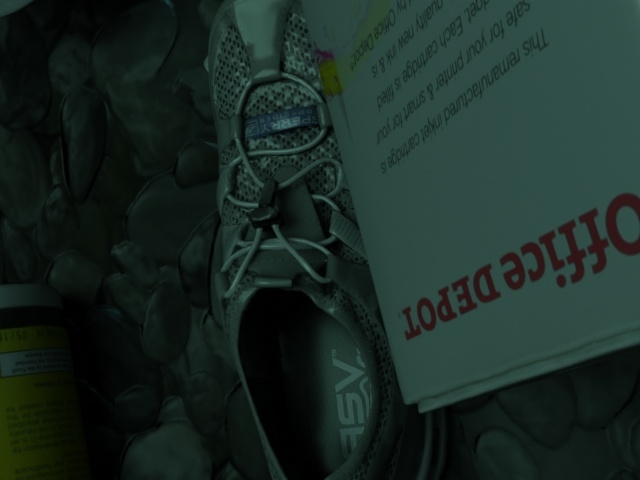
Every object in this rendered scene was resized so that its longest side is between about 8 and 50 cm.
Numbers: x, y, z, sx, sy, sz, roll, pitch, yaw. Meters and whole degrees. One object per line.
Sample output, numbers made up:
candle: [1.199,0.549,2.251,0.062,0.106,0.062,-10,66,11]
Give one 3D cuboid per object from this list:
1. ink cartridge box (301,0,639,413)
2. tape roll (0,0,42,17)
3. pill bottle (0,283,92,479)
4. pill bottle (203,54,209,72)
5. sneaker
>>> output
ink cartridge box: [0.089,-0.107,0.459,0.226,0.131,0.306,144,113,-65]
tape roll: [-0.198,-0.238,0.663,0.219,0.072,0.219,13,121,23]
pill bottle: [-0.199,0.138,0.714,0.119,0.119,0.208,-18,79,33]
pill bottle: [-0.029,-0.121,0.646,0.083,0.043,0.043,-50,63,23]
sneaker: [0.000,0.000,0.571,0.105,0.115,0.281,-16,83,20]
